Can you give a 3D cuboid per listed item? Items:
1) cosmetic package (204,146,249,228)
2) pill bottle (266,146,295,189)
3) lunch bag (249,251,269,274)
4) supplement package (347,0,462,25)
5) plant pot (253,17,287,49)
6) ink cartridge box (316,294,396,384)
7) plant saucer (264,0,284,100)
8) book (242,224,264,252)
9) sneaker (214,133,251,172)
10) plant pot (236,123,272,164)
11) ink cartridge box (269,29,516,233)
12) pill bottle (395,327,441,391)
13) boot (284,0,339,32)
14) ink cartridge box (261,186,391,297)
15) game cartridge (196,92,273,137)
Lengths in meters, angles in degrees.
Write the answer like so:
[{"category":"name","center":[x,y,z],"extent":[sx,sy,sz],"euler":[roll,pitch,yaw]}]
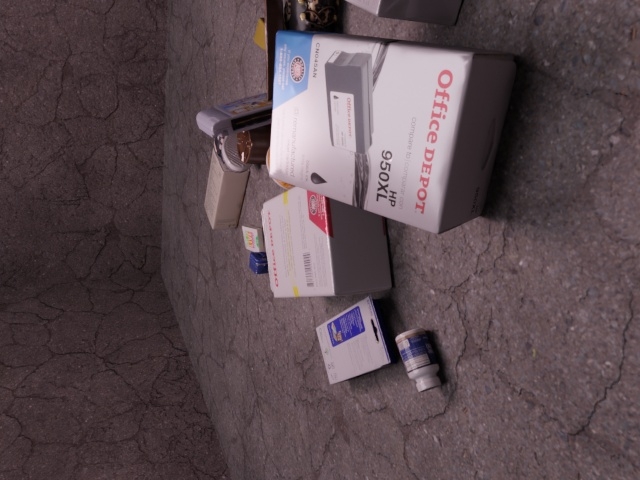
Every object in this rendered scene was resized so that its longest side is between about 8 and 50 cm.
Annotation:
[{"category":"cosmetic package","center":[-0.387,-0.210,2.086],"extent":[0.160,0.113,0.309],"euler":[63,145,36]},{"category":"pill bottle","center":[-0.022,-0.235,1.315],"extent":[0.278,0.162,0.162],"euler":[-21,77,62]},{"category":"lunch bag","center":[-0.217,0.078,1.855],"extent":[0.098,0.067,0.065],"euler":[33,124,56]},{"category":"supplement package","center":[0.126,-0.535,0.954],"extent":[0.293,0.176,0.177],"euler":[54,141,45]},{"category":"plant pot","center":[-0.144,-0.627,1.577],"extent":[0.083,0.082,0.081],"euler":[55,142,25]},{"category":"ink cartridge box","center":[0.095,0.254,1.286],"extent":[0.333,0.065,0.165],"euler":[-44,56,59]},{"category":"plant saucer","center":[-0.128,-0.541,1.405],"extent":[0.310,0.050,0.310],"euler":[180,90,-84]},{"category":"book","center":[-0.254,-0.005,1.959],"extent":[0.144,0.035,0.096],"euler":[14,111,60]},{"category":"sneaker","center":[-0.328,-0.349,1.935],"extent":[0.127,0.126,0.320],"euler":[121,146,-43]},{"category":"plant pot","center":[-0.160,-0.299,1.569],"extent":[0.167,0.165,0.166],"euler":[22,115,60]},{"category":"ink cartridge box","center":[0.105,-0.212,0.922],"extent":[0.395,0.166,0.285],"euler":[22,118,35]},{"category":"pill bottle","center":[0.206,0.248,1.062],"extent":[0.067,0.067,0.120],"euler":[-53,49,53]},{"category":"boot","center":[0.003,-0.470,1.259],"extent":[0.377,0.138,0.283],"euler":[-165,72,-68]},{"category":"ink cartridge box","center":[0.000,0.000,1.315],"extent":[0.385,0.161,0.278],"euler":[-12,83,63]},{"category":"game cartridge","center":[-0.203,-0.375,1.495],"extent":[0.198,0.298,0.062],"euler":[42,147,51]}]
